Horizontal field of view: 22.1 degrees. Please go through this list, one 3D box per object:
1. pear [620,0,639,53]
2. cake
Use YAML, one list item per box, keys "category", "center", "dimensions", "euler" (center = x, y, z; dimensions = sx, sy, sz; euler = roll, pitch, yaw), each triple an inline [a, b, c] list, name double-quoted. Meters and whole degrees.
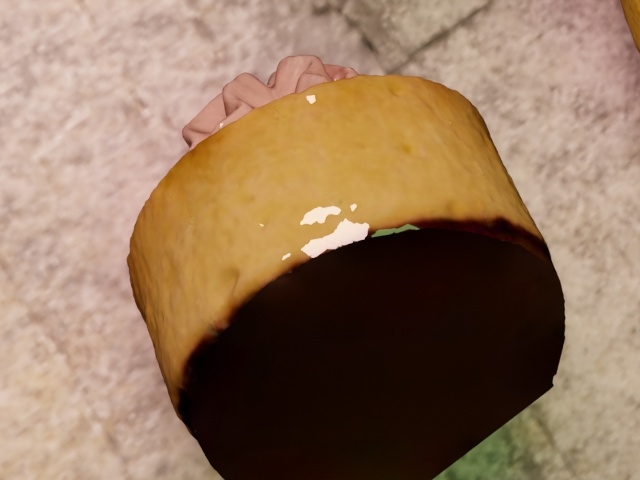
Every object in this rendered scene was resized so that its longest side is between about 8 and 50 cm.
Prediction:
- category: "pear"
  center: [0.290, -0.192, 0.824]
  dimensions: [0.314, 0.314, 0.314]
  euler: [-1, 92, -25]
- category: "cake"
  center: [0.000, 0.000, 0.782]
  dimensions: [0.185, 0.178, 0.207]
  euler: [-20, 135, -3]
